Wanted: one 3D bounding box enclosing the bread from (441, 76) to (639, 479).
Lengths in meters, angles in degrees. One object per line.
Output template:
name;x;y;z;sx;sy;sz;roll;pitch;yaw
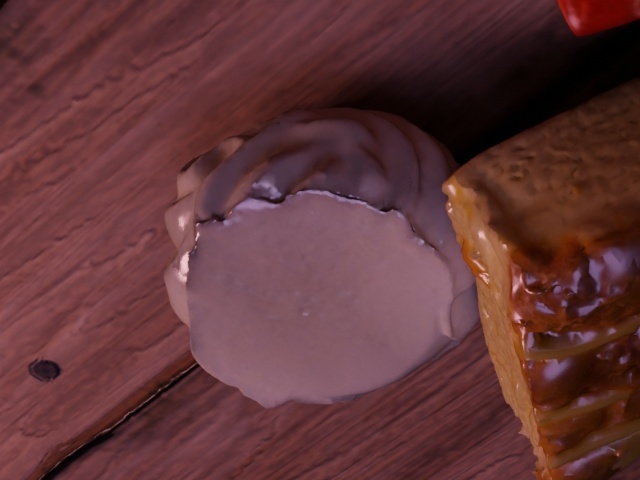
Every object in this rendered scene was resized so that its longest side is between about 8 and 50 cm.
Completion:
bread;0.212;-0.002;0.902;0.274;0.114;0.185;-23;133;-5

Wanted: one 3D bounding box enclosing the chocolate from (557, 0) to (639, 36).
chocolate;0.177;-0.231;0.752;0.237;0.108;0.235;-19;129;16

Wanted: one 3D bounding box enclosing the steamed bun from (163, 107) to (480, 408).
steamed bun;0.000;0.000;0.967;0.182;0.106;0.183;0;126;0
